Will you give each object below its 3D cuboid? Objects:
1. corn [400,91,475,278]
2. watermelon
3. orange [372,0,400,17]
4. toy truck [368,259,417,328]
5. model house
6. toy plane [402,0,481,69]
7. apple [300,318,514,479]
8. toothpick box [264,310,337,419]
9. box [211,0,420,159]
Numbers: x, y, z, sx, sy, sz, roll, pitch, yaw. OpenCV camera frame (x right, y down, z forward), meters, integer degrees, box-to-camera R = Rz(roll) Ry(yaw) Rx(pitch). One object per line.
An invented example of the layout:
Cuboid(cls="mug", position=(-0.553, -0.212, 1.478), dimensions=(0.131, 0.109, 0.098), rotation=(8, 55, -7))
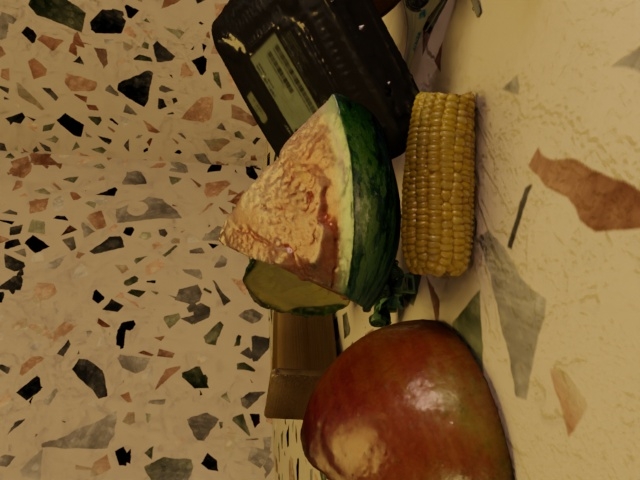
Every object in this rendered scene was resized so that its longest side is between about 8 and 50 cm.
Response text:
Cuboid(cls="corn", position=(0.152, -0.073, 0.676), dimensions=(0.093, 0.093, 0.244), rotation=(170, 103, -78))
Cuboid(cls="watermelon", position=(0.025, 0.010, 0.740), dimensions=(0.319, 0.292, 0.222), rotation=(-40, 60, 23))
Cuboid(cls="orange", position=(0.040, -0.494, 0.862), dimensions=(0.274, 0.274, 0.274), rotation=(-178, 90, -78))
Cuboid(cls="toy truck", position=(0.120, 0.085, 0.883), dimensions=(0.154, 0.078, 0.080), rotation=(86, -174, -56))
Cuboid(cls="model house", position=(-0.030, -0.026, 1.148), dimensions=(0.321, 0.261, 0.266), rotation=(114, 159, -46))
Cuboid(cls="toy plane", position=(0.136, -0.336, 0.751), dimensions=(0.273, 0.107, 0.182), rotation=(118, 139, -59))
Cuboid(cls="apple", position=(0.104, 0.224, 0.710), dimensions=(0.254, 0.179, 0.346), rotation=(-50, 13, -3))
Cuboid(cls="toothpick box", position=(-0.045, 0.280, 1.366), dimensions=(0.308, 0.187, 0.190), rotation=(-95, 12, -48))
Cuboid(cls="box", position=(-0.020, -0.261, 0.860), dimensions=(0.350, 0.091, 0.359), rotation=(-13, 111, 56))
